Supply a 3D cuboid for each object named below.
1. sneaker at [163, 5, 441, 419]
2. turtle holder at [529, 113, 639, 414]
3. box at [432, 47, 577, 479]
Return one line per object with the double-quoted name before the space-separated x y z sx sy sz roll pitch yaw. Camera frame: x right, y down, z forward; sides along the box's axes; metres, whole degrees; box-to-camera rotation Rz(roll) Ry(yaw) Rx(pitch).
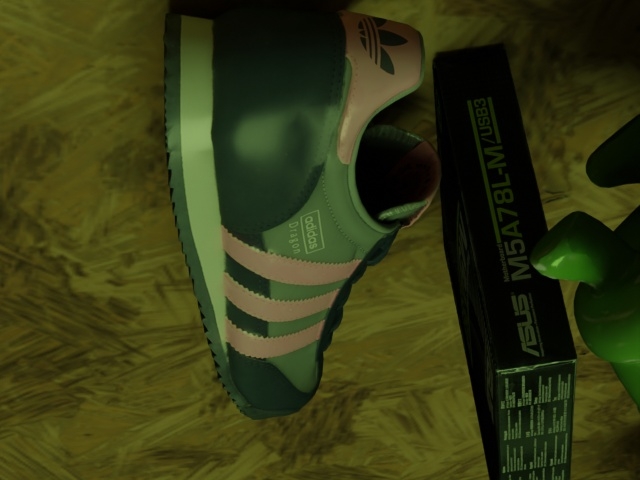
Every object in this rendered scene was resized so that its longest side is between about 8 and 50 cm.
"sneaker" 0.000 0.000 0.891 0.131 0.112 0.319 -5 149 2
"turtle holder" 0.253 0.015 0.787 0.243 0.227 0.320 -36 -175 11
"box" 0.094 0.029 0.887 0.045 0.184 0.191 -7 149 2
